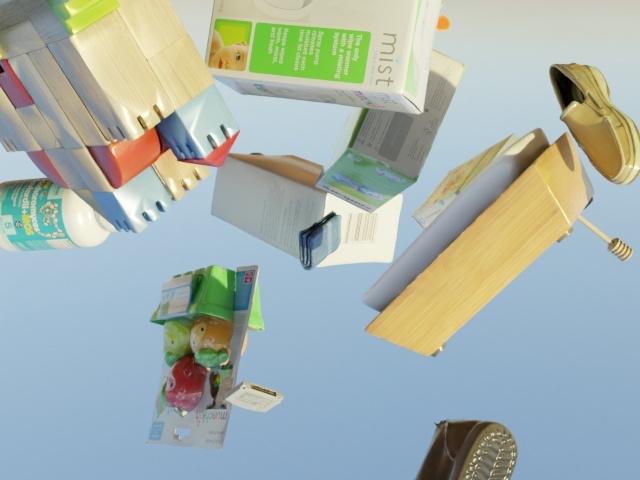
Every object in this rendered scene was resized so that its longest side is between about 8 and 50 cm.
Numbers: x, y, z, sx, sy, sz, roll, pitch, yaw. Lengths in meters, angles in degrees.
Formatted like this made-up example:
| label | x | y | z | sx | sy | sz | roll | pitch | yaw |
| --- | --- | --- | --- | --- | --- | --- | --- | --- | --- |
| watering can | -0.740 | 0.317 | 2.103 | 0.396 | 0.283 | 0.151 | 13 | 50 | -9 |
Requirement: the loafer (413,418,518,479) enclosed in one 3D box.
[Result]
| label | x | y | z | sx | sy | sz | roll | pitch | yaw |
| --- | --- | --- | --- | --- | --- | --- | --- | --- | --- |
| loafer | 0.164 | 0.426 | 1.293 | 0.134 | 0.366 | 0.130 | 36 | 171 | -31 |

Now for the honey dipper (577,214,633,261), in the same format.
| label | x | y | z | sx | sy | sz | roll | pitch | yaw |
| --- | --- | --- | --- | --- | --- | --- | --- | --- | --- |
| honey dipper | 0.495 | -0.018 | 1.578 | 0.161 | 0.030 | 0.030 | 35 | -166 | -9 |

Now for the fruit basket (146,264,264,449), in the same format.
| label | x | y | z | sx | sy | sz | roll | pitch | yaw |
| --- | --- | --- | --- | --- | --- | --- | --- | --- | --- |
| fruit basket | -0.251 | 0.229 | 1.729 | 0.165 | 0.353 | 0.327 | 26 | 157 | -30 |

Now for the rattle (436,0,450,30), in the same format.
| label | x | y | z | sx | sy | sz | roll | pitch | yaw |
| --- | --- | --- | --- | --- | --- | --- | --- | --- | --- |
| rattle | 0.122 | -0.377 | 1.562 | 0.200 | 0.130 | 0.143 | 12 | -157 | 12 |

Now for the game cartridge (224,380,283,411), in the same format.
| label | x | y | z | sx | sy | sz | roll | pitch | yaw |
| --- | --- | --- | --- | --- | --- | --- | --- | --- | --- |
| game cartridge | -0.108 | 0.250 | 1.390 | 0.083 | 0.056 | 0.017 | 27 | -143 | -35 |

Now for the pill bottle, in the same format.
| label | x | y | z | sx | sy | sz | roll | pitch | yaw |
| --- | --- | --- | --- | --- | --- | --- | --- | --- | --- |
| pill bottle | -0.515 | -0.056 | 1.735 | 0.264 | 0.146 | 0.146 | -4 | -166 | 17 |

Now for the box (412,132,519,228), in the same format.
| label | x | y | z | sx | sy | sz | roll | pitch | yaw |
| --- | --- | --- | --- | --- | --- | --- | --- | --- | --- |
| box | 0.260 | -0.103 | 1.540 | 0.145 | 0.038 | 0.186 | -48 | -172 | -32 |

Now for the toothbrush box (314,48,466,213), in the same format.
| label | x | y | z | sx | sy | sz | roll | pitch | yaw |
| --- | --- | --- | --- | --- | --- | --- | --- | --- | --- |
| toothbrush box | 0.105 | -0.179 | 1.421 | 0.122 | 0.206 | 0.283 | 25 | 169 | -5 |

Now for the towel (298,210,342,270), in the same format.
| label | x | y | z | sx | sy | sz | roll | pitch | yaw |
| --- | --- | --- | --- | --- | --- | --- | --- | --- | --- |
| towel | 0.000 | 0.000 | 1.407 | 0.029 | 0.067 | 0.119 | 9 | -158 | 22 |

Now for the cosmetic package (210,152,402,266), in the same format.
| label | x | y | z | sx | sy | sz | roll | pitch | yaw |
| --- | --- | --- | --- | --- | --- | --- | --- | --- | --- |
| cosmetic package | -0.039 | -0.075 | 1.847 | 0.217 | 0.156 | 0.385 | -1 | -164 | -39 |

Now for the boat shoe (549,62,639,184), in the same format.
| label | x | y | z | sx | sy | sz | roll | pitch | yaw |
| --- | --- | --- | --- | --- | --- | --- | --- | --- | --- |
| boat shoe | 0.316 | -0.141 | 1.036 | 0.072 | 0.068 | 0.190 | 11 | -138 | -24 |

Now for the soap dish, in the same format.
| label | x | y | z | sx | sy | sz | roll | pitch | yaw |
| --- | --- | --- | --- | --- | --- | --- | --- | --- | --- |
| soap dish | 0.200 | 0.002 | 1.075 | 0.118 | 0.291 | 0.229 | 46 | -152 | 7 |

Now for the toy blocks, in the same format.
| label | x | y | z | sx | sy | sz | roll | pitch | yaw |
| --- | --- | --- | --- | --- | --- | --- | --- | --- | --- |
| toy blocks | -0.217 | -0.127 | 0.838 | 0.381 | 0.261 | 0.191 | 4 | -140 | 50 |

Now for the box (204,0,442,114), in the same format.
| label | x | y | z | sx | sy | sz | roll | pitch | yaw |
| --- | --- | --- | --- | --- | --- | --- | --- | --- | --- |
| box | 0.016 | -0.288 | 0.973 | 0.231 | 0.261 | 0.127 | 10 | -179 | 18 |
